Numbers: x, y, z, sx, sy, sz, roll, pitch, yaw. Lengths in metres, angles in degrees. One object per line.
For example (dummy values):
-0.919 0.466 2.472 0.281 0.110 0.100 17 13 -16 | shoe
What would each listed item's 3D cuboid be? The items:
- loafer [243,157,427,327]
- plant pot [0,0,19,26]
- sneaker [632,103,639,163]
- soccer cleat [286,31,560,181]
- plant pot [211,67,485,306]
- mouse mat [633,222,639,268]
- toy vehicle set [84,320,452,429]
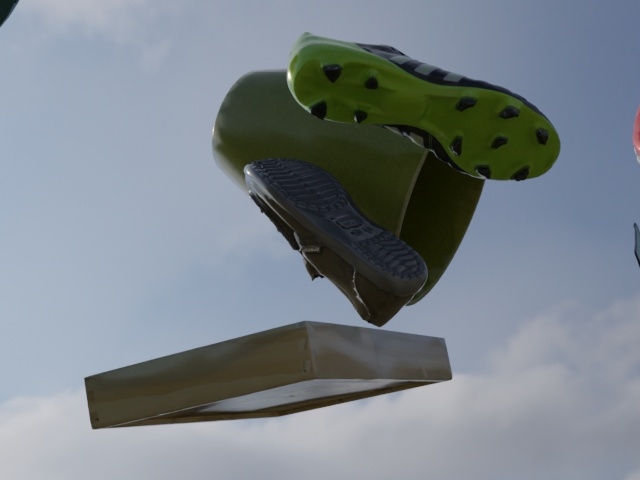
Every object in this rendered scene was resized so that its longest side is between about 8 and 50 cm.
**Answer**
0.000 0.000 1.120 0.094 0.251 0.087 -9 -50 -40 | loafer
-0.380 -0.281 0.912 0.235 0.293 0.293 22 -26 9 | plant pot
0.417 -0.211 1.291 0.107 0.279 0.118 -3 -33 43 | sneaker
0.064 -0.086 0.661 0.179 0.072 0.060 17 -60 -17 | soccer cleat
0.024 -0.099 1.338 0.293 0.275 0.275 22 -19 22 | plant pot
0.397 0.065 1.293 0.007 0.152 0.190 -19 6 18 | mouse mat
-0.024 0.100 0.792 0.166 0.035 0.267 -16 -13 22 | toy vehicle set
